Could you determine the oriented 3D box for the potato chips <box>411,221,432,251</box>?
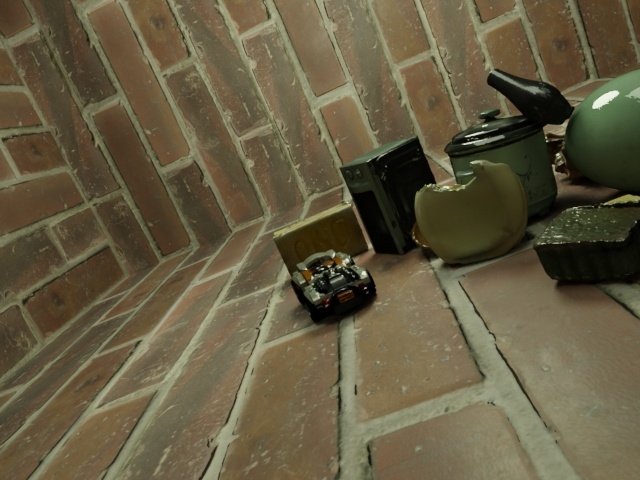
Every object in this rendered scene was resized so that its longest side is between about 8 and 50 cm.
[{"bbox_3d":[0.333,-0.024,1.530,0.150,0.049,0.201,-1,32,21],"label":"potato chips"}]

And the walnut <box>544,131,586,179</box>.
[{"bbox_3d":[0.745,-0.245,1.543,0.204,0.141,0.238,-11,13,2],"label":"walnut"}]

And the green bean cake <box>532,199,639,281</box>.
[{"bbox_3d":[0.517,0.004,1.030,0.173,0.094,0.181,-35,17,-38],"label":"green bean cake"}]

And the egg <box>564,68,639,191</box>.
[{"bbox_3d":[0.739,-0.247,1.232,0.276,0.276,0.389,-31,17,-27],"label":"egg"}]

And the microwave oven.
[{"bbox_3d":[0.231,-0.136,1.659,0.237,0.295,0.181,-29,13,-23],"label":"microwave oven"}]

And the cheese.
[{"bbox_3d":[0.361,-0.070,1.334,0.266,0.233,0.127,-14,7,30],"label":"cheese"}]

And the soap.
[{"bbox_3d":[0.000,0.000,1.806,0.274,0.173,0.089,-24,14,2],"label":"soap"}]

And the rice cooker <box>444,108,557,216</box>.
[{"bbox_3d":[0.477,-0.201,1.463,0.317,0.316,0.264,-30,17,-25],"label":"rice cooker"}]

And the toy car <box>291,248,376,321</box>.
[{"bbox_3d":[0.031,0.109,1.447,0.193,0.118,0.301,-23,13,-8],"label":"toy car"}]

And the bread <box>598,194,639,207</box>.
[{"bbox_3d":[0.590,-0.040,1.094,0.109,0.084,0.080,-22,11,6],"label":"bread"}]

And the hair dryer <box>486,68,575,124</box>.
[{"bbox_3d":[0.568,-0.349,1.409,0.272,0.091,0.235,5,32,-43],"label":"hair dryer"}]
